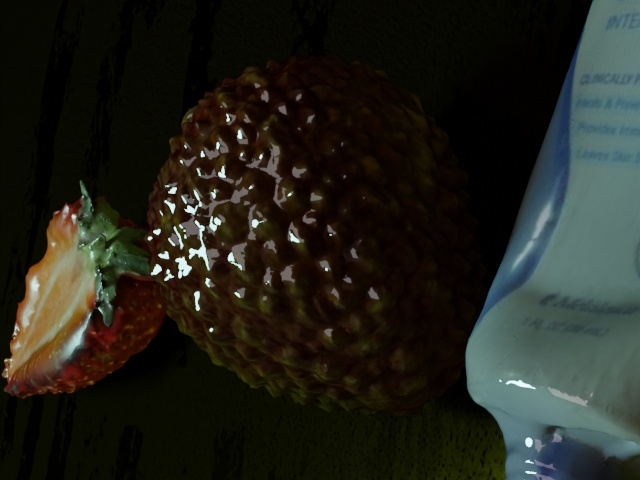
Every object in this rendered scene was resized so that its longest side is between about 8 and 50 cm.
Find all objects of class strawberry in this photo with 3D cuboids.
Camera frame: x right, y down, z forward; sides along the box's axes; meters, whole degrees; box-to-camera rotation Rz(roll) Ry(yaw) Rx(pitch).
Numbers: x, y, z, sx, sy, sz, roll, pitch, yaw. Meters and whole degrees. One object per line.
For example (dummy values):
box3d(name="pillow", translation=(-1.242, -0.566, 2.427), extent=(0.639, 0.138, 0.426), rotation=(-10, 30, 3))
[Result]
box3d(name="strawberry", translation=(-0.212, 0.080, 1.342), extent=(0.228, 0.098, 0.174), rotation=(-61, 37, 22))

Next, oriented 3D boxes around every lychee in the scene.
box3d(name="lychee", translation=(0.000, 0.000, 0.996), extent=(0.236, 0.236, 0.271), rotation=(-48, 69, 31))

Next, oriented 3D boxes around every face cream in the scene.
box3d(name="face cream", translation=(0.210, -0.035, 0.846), extent=(0.235, 0.137, 0.420), rotation=(5, 70, 55))
